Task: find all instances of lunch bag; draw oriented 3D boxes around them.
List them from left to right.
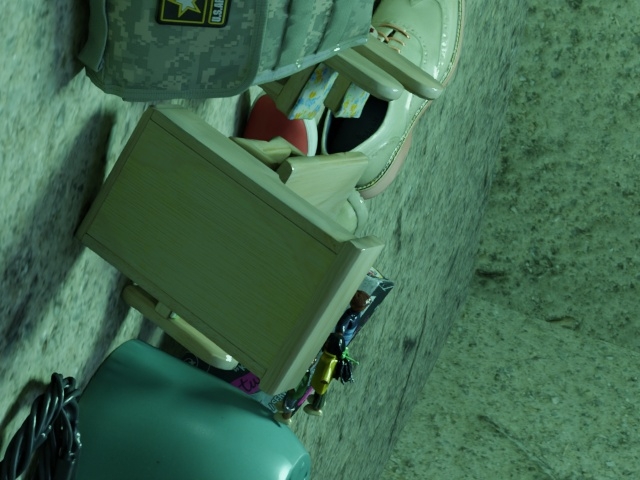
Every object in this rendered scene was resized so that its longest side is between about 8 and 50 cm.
[{"bbox_3d":[-0.082,-0.262,1.563,0.287,0.169,0.235,-25,141,-36],"label":"lunch bag"}]

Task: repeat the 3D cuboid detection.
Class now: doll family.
[{"bbox_3d":[0.005,0.125,1.970,0.193,0.076,0.111,-78,-174,-59],"label":"doll family"}]

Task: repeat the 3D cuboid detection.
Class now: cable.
[{"bbox_3d":[-0.286,0.215,1.733,0.150,0.047,0.185,-37,147,-60],"label":"cable"}]

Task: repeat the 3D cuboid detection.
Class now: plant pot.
[{"bbox_3d":[-0.150,0.286,1.968,0.293,0.235,0.293,19,90,-79],"label":"plant pot"}]

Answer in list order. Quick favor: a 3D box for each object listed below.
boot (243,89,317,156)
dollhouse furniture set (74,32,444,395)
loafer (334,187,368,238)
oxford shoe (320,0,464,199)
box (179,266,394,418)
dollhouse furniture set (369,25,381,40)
[{"bbox_3d":[-0.082,-0.057,2.119,0.176,0.088,0.244,-56,164,-46],"label":"boot"},{"bbox_3d":[-0.027,-0.013,1.816,0.362,0.256,0.394,-58,163,16],"label":"dollhouse furniture set"},{"bbox_3d":[0.000,0.000,2.548,0.092,0.102,0.268,-29,157,-20],"label":"loafer"},{"bbox_3d":[0.108,-0.257,2.539,0.146,0.140,0.397,52,55,-67],"label":"oxford shoe"},{"bbox_3d":[-0.046,0.106,2.146,0.247,0.142,0.163,-53,171,4],"label":"box"},{"bbox_3d":[0.017,-0.325,2.040,0.183,0.129,0.129,34,75,-77],"label":"dollhouse furniture set"}]
